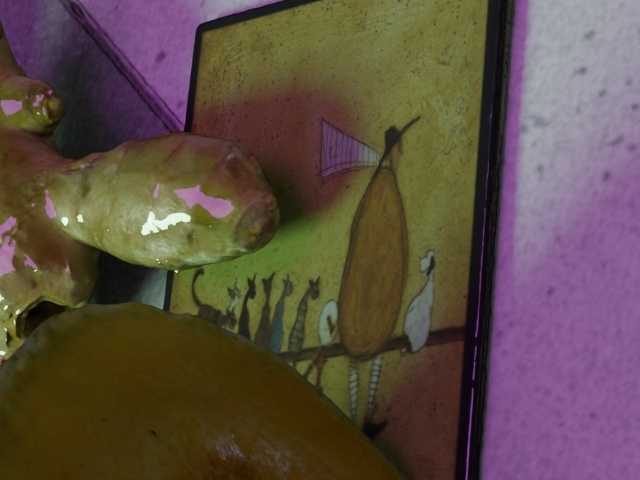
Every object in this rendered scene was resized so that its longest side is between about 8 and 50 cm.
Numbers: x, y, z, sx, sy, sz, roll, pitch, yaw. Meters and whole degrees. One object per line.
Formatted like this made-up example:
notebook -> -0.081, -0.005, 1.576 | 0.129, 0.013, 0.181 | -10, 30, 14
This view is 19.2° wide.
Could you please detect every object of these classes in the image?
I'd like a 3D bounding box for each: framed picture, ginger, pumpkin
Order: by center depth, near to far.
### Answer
pumpkin -> -0.079, 0.212, 0.903 | 0.199, 0.332, 0.332 | -43, 49, 22
framed picture -> 0.000, 0.000, 1.136 | 0.255, 0.014, 0.338 | -9, 67, 40
ginger -> -0.221, 0.005, 1.245 | 0.348, 0.122, 0.363 | 49, 118, 33
